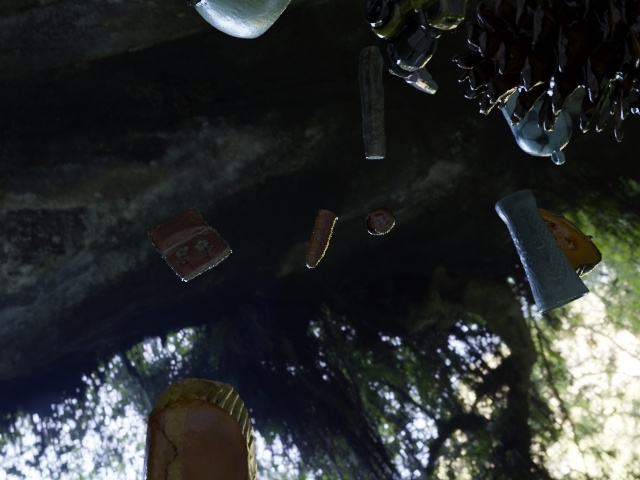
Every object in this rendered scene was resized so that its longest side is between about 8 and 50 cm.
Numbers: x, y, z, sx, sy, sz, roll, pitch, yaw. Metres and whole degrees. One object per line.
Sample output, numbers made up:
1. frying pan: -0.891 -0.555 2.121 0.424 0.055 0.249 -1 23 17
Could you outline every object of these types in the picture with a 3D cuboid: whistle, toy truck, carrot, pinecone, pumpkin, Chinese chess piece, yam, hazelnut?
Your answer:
1. whistle: 0.586 -0.333 1.827 0.163 0.290 0.163 -23 -14 -6
2. toy truck: 0.201 -0.434 1.316 0.147 0.166 0.224 -3 -15 -35
3. carrot: 0.000 0.000 1.551 0.048 0.048 0.139 33 -113 -44
4. pinecone: 0.314 -0.243 0.857 0.246 0.291 0.247 -2 -90 -64
5. pumpkin: 0.552 0.051 1.516 0.162 0.279 0.111 19 -60 -11
6. Chinese chess piece: -0.124 -0.572 1.306 0.146 0.349 0.349 23 -71 -27
7. yam: 0.124 -0.322 1.583 0.061 0.061 0.274 6 -103 -36
8. hazelnut: 0.170 -0.055 1.921 0.086 0.086 0.087 -18 -49 -22

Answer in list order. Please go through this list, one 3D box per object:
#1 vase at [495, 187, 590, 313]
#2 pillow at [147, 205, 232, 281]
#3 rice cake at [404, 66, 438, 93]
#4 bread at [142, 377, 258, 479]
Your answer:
1. vase: 0.397 0.015 1.229 0.096 0.220 0.096 -19 -17 -6
2. pillow: -0.283 0.005 1.441 0.126 0.232 0.043 -31 -50 -17
3. rice cake: 0.196 -0.423 1.551 0.037 0.189 0.198 -33 -4 21
4. bread: -0.208 0.382 1.113 0.204 0.156 0.289 3 -84 6
